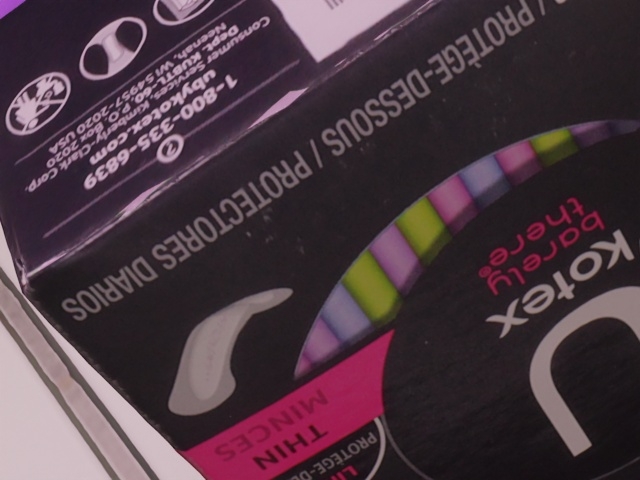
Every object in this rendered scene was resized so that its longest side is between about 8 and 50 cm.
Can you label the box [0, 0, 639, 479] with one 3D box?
[{"bbox_3d":[0.041,0.006,0.436,0.165,0.270,0.143,-34,42,4],"label":"box"}]
